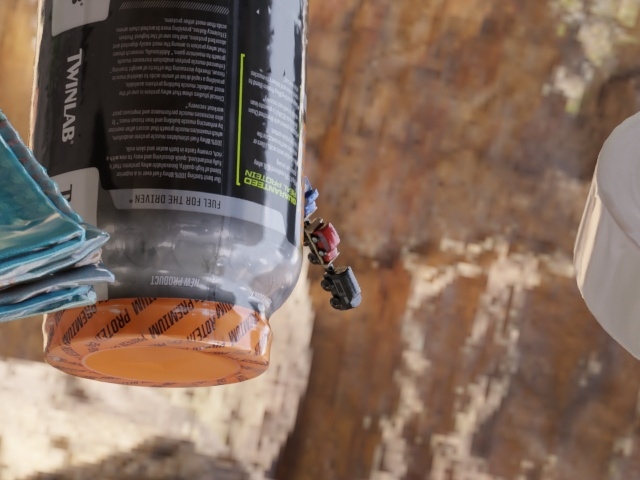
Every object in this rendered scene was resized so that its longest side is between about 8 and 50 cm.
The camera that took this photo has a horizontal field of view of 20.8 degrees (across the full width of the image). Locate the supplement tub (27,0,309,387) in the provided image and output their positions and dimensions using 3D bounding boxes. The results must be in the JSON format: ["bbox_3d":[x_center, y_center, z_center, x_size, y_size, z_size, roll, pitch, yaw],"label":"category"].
[{"bbox_3d":[-0.105,-0.067,1.202,0.193,0.193,0.316,135,-41,-66],"label":"supplement tub"}]

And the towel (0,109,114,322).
[{"bbox_3d":[-0.301,-0.063,0.855,0.370,0.271,0.040,48,-41,41],"label":"towel"}]

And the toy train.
[{"bbox_3d":[0.000,0.000,1.683,0.036,0.158,0.027,-6,-152,42],"label":"toy train"}]

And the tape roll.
[{"bbox_3d":[0.356,0.003,1.425,0.286,0.286,0.100,-95,-169,-50],"label":"tape roll"}]
